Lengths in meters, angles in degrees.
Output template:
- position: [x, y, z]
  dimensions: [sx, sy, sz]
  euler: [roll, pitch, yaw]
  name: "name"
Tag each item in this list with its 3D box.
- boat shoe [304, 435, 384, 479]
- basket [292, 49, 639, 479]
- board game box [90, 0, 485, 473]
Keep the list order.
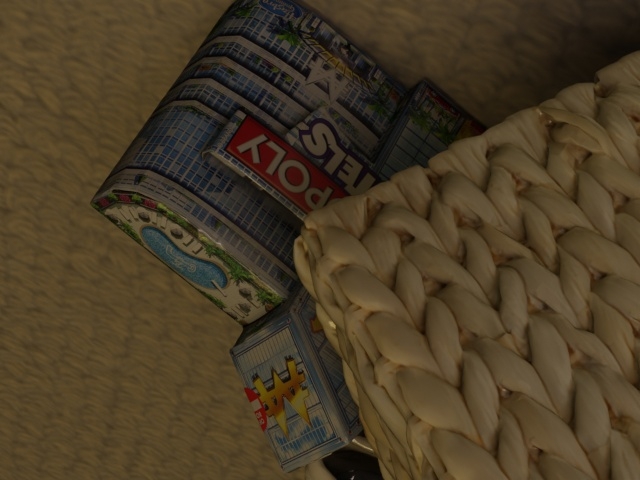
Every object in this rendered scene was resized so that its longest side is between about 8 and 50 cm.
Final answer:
- position: [0.111, 0.190, 1.061]
  dimensions: [0.277, 0.098, 0.096]
  euler: [17, 142, 18]
  name: "boat shoe"
- position: [0.192, 0.128, 0.681]
  dimensions: [0.266, 0.331, 0.328]
  euler: [-26, 129, -5]
  name: "basket"
- position: [0.000, 0.000, 0.836]
  dimensions: [0.194, 0.194, 0.060]
  euler: [39, 143, -13]
  name: "board game box"
